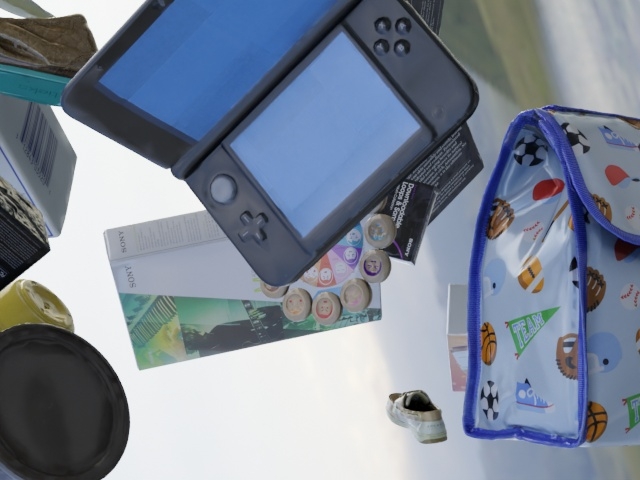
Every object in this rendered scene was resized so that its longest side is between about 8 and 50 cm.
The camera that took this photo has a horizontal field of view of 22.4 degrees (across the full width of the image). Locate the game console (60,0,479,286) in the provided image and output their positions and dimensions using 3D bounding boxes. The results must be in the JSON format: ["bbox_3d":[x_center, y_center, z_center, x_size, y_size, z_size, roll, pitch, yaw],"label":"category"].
[{"bbox_3d":[-0.047,-0.130,1.510,0.250,0.293,0.173,52,-159,15],"label":"game console"}]

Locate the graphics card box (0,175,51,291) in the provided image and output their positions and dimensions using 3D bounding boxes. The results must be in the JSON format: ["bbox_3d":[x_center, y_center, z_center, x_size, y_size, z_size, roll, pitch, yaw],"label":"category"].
[{"bbox_3d":[-0.527,0.034,1.869,0.233,0.371,0.094,45,-168,-34],"label":"graphics card box"}]

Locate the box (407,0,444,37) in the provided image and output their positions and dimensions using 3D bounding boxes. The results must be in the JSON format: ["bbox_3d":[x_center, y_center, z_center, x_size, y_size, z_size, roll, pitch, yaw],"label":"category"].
[{"bbox_3d":[0.055,-0.265,1.872,0.207,0.108,0.153,1,-81,-64],"label":"box"}]

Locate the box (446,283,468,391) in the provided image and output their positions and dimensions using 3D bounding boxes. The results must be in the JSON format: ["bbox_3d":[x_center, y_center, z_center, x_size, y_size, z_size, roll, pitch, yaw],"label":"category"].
[{"bbox_3d":[0.256,0.146,2.389,0.170,0.130,0.091,78,-166,-55],"label":"box"}]

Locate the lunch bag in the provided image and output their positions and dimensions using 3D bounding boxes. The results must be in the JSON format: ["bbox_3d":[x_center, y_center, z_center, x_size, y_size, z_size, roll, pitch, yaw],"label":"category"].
[{"bbox_3d":[0.354,0.044,1.893,0.328,0.239,0.385,4,-95,-38],"label":"lunch bag"}]

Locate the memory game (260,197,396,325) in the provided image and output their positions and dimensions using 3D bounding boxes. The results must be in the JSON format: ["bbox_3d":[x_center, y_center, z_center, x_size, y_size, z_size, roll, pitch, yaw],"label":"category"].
[{"bbox_3d":[0.000,0.000,1.732,0.012,0.186,0.186,8,-118,-58],"label":"memory game"}]

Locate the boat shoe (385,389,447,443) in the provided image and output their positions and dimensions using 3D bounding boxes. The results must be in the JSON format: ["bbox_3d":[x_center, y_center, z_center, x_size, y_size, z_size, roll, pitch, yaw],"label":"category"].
[{"bbox_3d":[0.116,0.202,1.935,0.135,0.050,0.045,-151,56,-64],"label":"boat shoe"}]

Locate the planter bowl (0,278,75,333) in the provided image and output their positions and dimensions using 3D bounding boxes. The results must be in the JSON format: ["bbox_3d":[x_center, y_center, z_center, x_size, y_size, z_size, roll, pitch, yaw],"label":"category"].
[{"bbox_3d":[-0.431,0.122,2.387,0.217,0.090,0.217,42,-167,-12],"label":"planter bowl"}]

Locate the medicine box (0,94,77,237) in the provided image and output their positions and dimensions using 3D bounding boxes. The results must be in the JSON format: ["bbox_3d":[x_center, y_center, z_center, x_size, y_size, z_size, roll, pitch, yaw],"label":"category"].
[{"bbox_3d":[-0.512,-0.127,2.164,0.263,0.289,0.149,70,-158,-53],"label":"medicine box"}]

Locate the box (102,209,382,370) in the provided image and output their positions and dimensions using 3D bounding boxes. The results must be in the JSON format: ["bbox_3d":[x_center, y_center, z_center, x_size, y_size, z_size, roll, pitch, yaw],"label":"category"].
[{"bbox_3d":[-0.087,0.045,1.967,0.232,0.322,0.058,84,174,-52],"label":"box"}]

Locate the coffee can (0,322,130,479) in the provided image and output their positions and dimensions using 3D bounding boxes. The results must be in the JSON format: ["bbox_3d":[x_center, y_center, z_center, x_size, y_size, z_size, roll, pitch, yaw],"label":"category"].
[{"bbox_3d":[-0.379,0.243,1.902,0.201,0.275,0.201,21,-128,-29],"label":"coffee can"}]

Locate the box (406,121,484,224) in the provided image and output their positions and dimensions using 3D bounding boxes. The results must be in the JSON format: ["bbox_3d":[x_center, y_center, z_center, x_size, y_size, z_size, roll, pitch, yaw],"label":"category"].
[{"bbox_3d":[0.052,-0.202,2.428,0.296,0.183,0.294,29,156,39],"label":"box"}]

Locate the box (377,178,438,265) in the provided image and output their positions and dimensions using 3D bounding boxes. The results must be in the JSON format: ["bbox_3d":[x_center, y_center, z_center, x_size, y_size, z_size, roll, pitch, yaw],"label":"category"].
[{"bbox_3d":[0.073,-0.040,2.271,0.029,0.162,0.116,43,-116,-71],"label":"box"}]

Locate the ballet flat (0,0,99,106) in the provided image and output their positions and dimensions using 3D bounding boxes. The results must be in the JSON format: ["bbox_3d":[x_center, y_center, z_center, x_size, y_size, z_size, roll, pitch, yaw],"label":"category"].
[{"bbox_3d":[-0.399,-0.225,1.718,0.116,0.342,0.124,133,138,-61],"label":"ballet flat"}]
